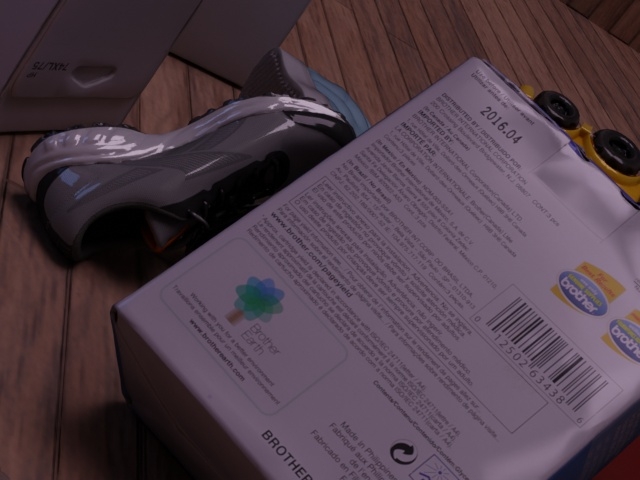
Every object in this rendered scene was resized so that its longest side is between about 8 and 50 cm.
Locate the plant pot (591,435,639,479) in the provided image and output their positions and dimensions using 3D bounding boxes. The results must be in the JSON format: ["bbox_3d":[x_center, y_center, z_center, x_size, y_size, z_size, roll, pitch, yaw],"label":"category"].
[{"bbox_3d":[0.424,0.186,1.438,0.275,0.243,0.275,32,22,-15],"label":"plant pot"}]

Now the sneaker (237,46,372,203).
[{"bbox_3d":[0.008,-0.079,1.475,0.150,0.135,0.366,26,25,-19],"label":"sneaker"}]

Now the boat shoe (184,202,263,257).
[{"bbox_3d":[0.000,0.000,1.250,0.228,0.081,0.068,-6,12,12],"label":"boat shoe"}]

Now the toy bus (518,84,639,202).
[{"bbox_3d":[0.293,-0.063,1.892,0.220,0.149,0.211,35,38,-1],"label":"toy bus"}]

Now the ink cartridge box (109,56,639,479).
[{"bbox_3d":[0.095,0.059,1.025,0.395,0.151,0.270,-36,70,-21],"label":"ink cartridge box"}]

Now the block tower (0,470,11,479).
[{"bbox_3d":[-0.155,0.210,0.722,0.335,0.091,0.097,45,24,18],"label":"block tower"}]

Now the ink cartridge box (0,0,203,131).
[{"bbox_3d":[-0.269,-0.254,1.313,0.270,0.197,0.198,45,24,18],"label":"ink cartridge box"}]

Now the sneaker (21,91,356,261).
[{"bbox_3d":[-0.097,-0.043,1.200,0.271,0.100,0.108,-13,57,-14],"label":"sneaker"}]

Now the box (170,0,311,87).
[{"bbox_3d":[-0.196,-0.348,1.649,0.345,0.168,0.215,24,26,-31],"label":"box"}]
